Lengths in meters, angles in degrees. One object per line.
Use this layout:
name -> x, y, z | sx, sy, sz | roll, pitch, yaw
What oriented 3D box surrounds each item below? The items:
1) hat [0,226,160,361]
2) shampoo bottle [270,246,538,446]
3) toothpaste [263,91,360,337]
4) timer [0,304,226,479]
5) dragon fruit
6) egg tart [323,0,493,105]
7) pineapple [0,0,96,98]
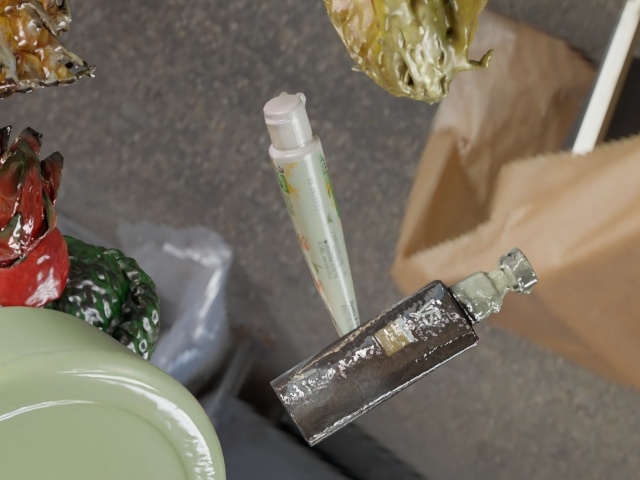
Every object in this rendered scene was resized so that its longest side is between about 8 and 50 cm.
hat -> -0.331, 0.083, 2.195 | 0.242, 0.274, 0.332 | 2, 142, 4
shampoo bottle -> 0.065, 0.072, 1.262 | 0.057, 0.207, 0.063 | 58, 177, 7
toothpaste -> 0.000, 0.000, 1.730 | 0.056, 0.058, 0.314 | 3, 127, 28
timer -> -0.266, 0.149, 1.340 | 0.315, 0.290, 0.291 | 41, 166, 51
dragon fruit -> -0.329, -0.041, 1.789 | 0.121, 0.130, 0.142 | 10, 117, -1
egg tart -> 0.062, -0.316, 1.666 | 0.388, 0.169, 0.388 | 61, 173, 12
pineapple -> -0.388, -0.240, 1.561 | 0.352, 0.352, 0.300 | -5, 97, 34
